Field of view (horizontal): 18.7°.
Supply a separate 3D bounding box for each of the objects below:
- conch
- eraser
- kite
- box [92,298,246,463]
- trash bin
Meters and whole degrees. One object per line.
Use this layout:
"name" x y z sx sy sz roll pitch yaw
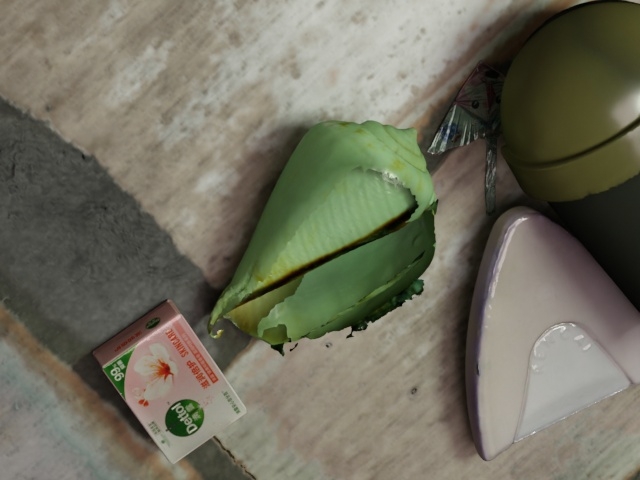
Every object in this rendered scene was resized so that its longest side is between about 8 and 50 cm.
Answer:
"conch" 0.016 0.006 1.735 0.143 0.137 0.250 19 100 -25
"eraser" 0.213 0.071 1.870 0.204 0.059 0.243 -23 117 -11
"kite" 0.164 -0.097 1.829 0.137 0.005 0.152 -17 113 -14
"box" -0.137 0.129 1.772 0.089 0.043 0.125 -36 115 -5
"trash bin" 0.297 -0.075 1.764 0.214 0.214 0.334 -43 113 -3
